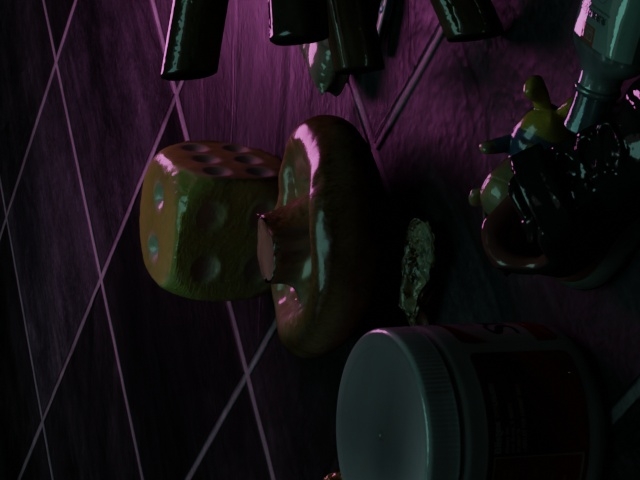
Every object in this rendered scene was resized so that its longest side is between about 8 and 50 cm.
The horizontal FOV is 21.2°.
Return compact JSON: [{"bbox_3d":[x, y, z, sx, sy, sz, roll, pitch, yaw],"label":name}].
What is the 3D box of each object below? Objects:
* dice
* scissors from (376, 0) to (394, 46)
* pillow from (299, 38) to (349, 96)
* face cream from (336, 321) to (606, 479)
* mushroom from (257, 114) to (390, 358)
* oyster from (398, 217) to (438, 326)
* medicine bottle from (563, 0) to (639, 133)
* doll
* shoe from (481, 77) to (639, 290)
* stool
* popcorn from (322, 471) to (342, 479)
[{"bbox_3d":[-0.135,-0.028,2.222,0.169,0.166,0.169,-137,51,-58],"label":"dice"},{"bbox_3d":[0.075,-0.266,1.931,0.058,0.014,0.119,-125,44,-58],"label":"scissors"},{"bbox_3d":[0.024,-0.301,2.005,0.148,0.050,0.230,59,139,41],"label":"pillow"},{"bbox_3d":[0.137,0.176,1.582,0.201,0.187,0.201,180,90,-66],"label":"face cream"},{"bbox_3d":[0.000,0.000,1.949,0.278,0.146,0.278,-178,90,-76],"label":"mushroom"},{"bbox_3d":[0.108,0.039,1.844,0.086,0.029,0.132,-109,26,-48],"label":"oyster"},{"bbox_3d":[0.256,-0.190,1.473,0.090,0.053,0.209,-126,42,-52],"label":"medicine bottle"},{"bbox_3d":[0.193,-0.064,1.591,0.089,0.102,0.179,-50,-25,-54],"label":"doll"},{"bbox_3d":[0.224,-0.056,1.446,0.291,0.137,0.114,123,139,-50],"label":"shoe"},{"bbox_3d":[-0.006,-0.292,1.741,0.310,0.310,0.226,-7,88,57],"label":"stool"},{"bbox_3d":[0.033,0.300,1.993,0.084,0.084,0.084,180,90,-66],"label":"popcorn"}]
